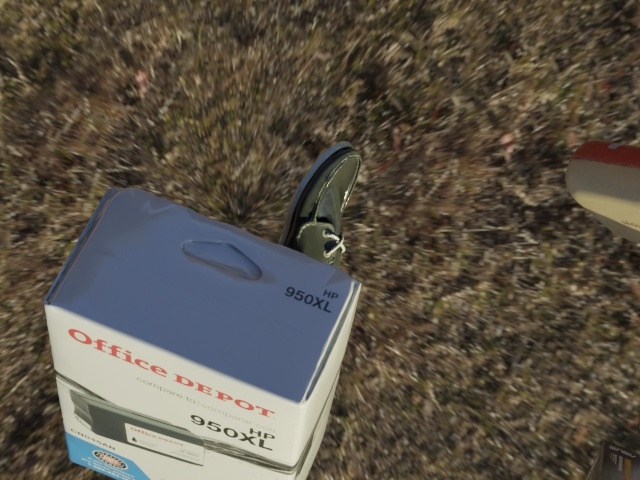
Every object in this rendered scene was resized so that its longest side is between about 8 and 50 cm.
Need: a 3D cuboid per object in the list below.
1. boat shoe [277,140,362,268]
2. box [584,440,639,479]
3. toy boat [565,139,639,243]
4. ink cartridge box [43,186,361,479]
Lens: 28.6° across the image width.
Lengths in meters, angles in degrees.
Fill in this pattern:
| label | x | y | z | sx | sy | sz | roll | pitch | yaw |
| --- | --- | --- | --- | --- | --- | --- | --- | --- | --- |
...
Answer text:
| label | x | y | z | sx | sy | sz | roll | pitch | yaw |
| --- | --- | --- | --- | --- | --- | --- | --- | --- | --- |
| boat shoe | 0.000 | 0.000 | 1.401 | 0.079 | 0.084 | 0.233 | 35 | 113 | 28 |
| box | 0.315 | 0.378 | 1.502 | 0.056 | 0.183 | 0.231 | 23 | 107 | 7 |
| toy boat | 0.381 | -0.075 | 1.314 | 0.151 | 0.231 | 0.151 | 35 | 81 | -32 |
| ink cartridge box | -0.134 | 0.151 | 1.393 | 0.285 | 0.395 | 0.166 | 20 | 57 | 7 |
